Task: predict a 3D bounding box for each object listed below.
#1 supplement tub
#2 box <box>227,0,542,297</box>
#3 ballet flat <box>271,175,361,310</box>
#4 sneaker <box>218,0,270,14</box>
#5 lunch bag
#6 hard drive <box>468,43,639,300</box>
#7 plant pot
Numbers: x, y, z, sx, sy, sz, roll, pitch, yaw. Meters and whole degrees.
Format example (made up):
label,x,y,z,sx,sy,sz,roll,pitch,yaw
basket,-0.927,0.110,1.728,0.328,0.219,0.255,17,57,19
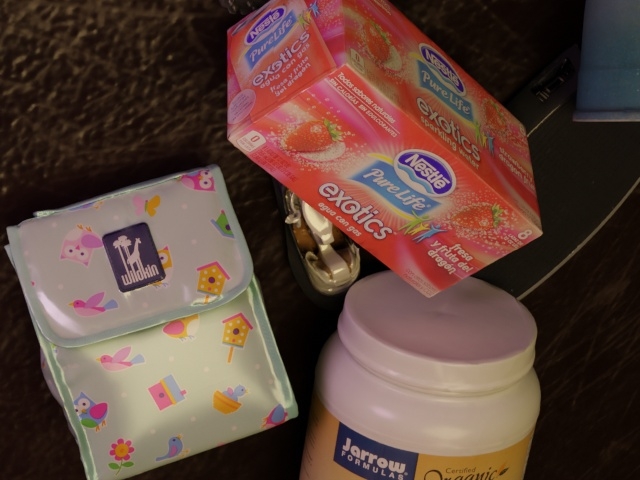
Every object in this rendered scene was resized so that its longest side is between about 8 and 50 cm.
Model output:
label,x,y,z,sx,sy,sz,roll,pitch,yaw
supplement tub,0.097,0.209,2.003,0.228,0.228,0.316,-2,118,-19
box,0.061,-0.101,1.845,0.142,0.154,0.300,-31,130,27
ballet flat,0.000,0.000,1.958,0.074,0.074,0.203,-23,122,-8
sneaker,-0.039,-0.308,1.781,0.078,0.106,0.234,0,142,-29
lunch bag,-0.163,0.072,1.886,0.223,0.160,0.262,-17,109,-8
hard drive,0.225,-0.057,2.021,0.255,0.054,0.172,-47,122,7
plant pot,0.373,-0.240,1.857,0.271,0.271,0.255,-2,95,-19
